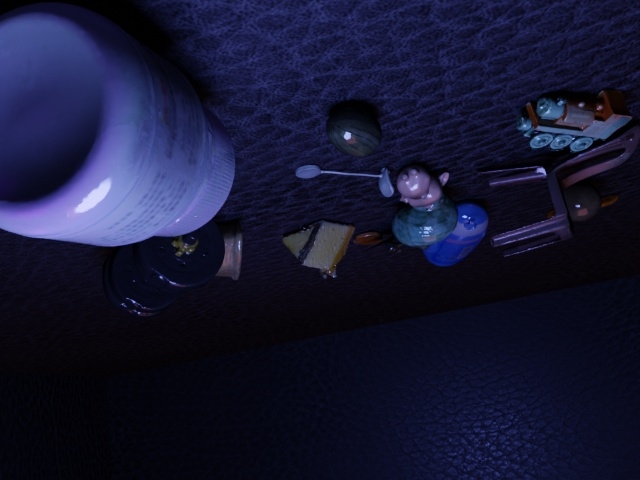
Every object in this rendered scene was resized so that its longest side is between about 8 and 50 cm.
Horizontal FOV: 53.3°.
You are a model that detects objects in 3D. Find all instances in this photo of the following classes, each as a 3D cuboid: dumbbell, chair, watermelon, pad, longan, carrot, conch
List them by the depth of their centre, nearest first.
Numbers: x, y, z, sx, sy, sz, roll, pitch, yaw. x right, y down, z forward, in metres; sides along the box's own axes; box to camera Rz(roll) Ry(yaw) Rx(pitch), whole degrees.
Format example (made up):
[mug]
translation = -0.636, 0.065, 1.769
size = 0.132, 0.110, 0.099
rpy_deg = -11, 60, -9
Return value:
[watermelon]
translation = 0.055, -0.173, 1.016
size = 0.078, 0.078, 0.111
rpy_deg = -18, 161, 29
[chair]
translation = 0.511, -0.100, 1.322
size = 0.327, 0.183, 0.176
rpy_deg = -16, 163, 24
[dumbbell]
translation = -0.342, 0.049, 1.357
size = 0.185, 0.185, 0.388
rpy_deg = 2, 160, -33
[conch]
translation = 0.241, -0.051, 1.452
size = 0.176, 0.122, 0.188
rpy_deg = -32, 174, -26
[longan]
translation = 0.626, -0.099, 1.554
size = 0.106, 0.106, 0.119
rpy_deg = -12, -155, 11
[pad]
translation = 0.203, -0.014, 1.638
size = 0.116, 0.004, 0.193
rpy_deg = -27, -178, -27
[carrot]
translation = 0.711, -0.088, 1.725
size = 0.190, 0.037, 0.037
rpy_deg = -16, 162, 18

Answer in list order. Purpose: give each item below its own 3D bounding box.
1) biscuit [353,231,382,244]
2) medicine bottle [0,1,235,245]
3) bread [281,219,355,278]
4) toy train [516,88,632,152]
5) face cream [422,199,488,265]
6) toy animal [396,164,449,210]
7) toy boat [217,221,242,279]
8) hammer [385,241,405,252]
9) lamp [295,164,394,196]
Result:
[biscuit]
translation = 0.127, -0.006, 1.721
size = 0.078, 0.015, 0.091
rpy_deg = -12, 163, 15
[medicine bottle]
translation = -0.249, -0.113, 0.758
size = 0.241, 0.241, 0.302
rpy_deg = -13, 172, 14
[bread]
translation = 0.000, 0.000, 1.597
size = 0.147, 0.127, 0.152
rpy_deg = 14, 118, -50
[toy train]
translation = 0.433, -0.212, 1.107
size = 0.176, 0.074, 0.118
rpy_deg = 3, 150, -23
[face cream]
translation = 0.347, -0.020, 1.641
size = 0.149, 0.083, 0.264
rpy_deg = 1, 155, -8
[toy animal]
translation = 0.206, -0.114, 1.309
size = 0.084, 0.089, 0.150
rpy_deg = 18, 180, 28
[toy boat]
translation = -0.213, 0.021, 1.457
size = 0.061, 0.116, 0.188
rpy_deg = 1, 163, -10
[hammer]
translation = 0.309, -0.022, 1.755
size = 0.292, 0.029, 0.058
rpy_deg = -24, 160, 37
[lamp]
translation = 0.048, -0.118, 1.247
size = 0.199, 0.056, 0.050
rpy_deg = 0, 164, -19
